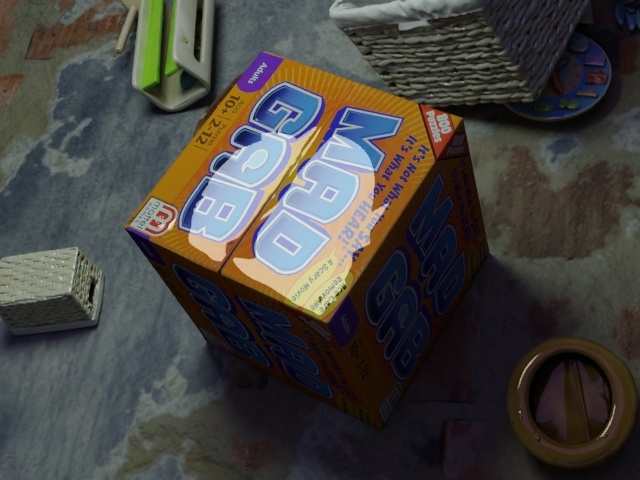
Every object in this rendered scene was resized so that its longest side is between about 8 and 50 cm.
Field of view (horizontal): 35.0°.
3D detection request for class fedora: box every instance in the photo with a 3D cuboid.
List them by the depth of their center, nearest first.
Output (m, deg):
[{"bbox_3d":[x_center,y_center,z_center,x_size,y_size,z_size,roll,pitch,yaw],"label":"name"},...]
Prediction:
[{"bbox_3d":[0.358,0.236,1.447,0.194,0.079,0.194,-6,62,13],"label":"fedora"}]

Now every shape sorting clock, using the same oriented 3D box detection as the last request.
[{"bbox_3d":[0.404,-0.294,1.778,0.206,0.040,0.206,-4,58,6],"label":"shape sorting clock"}]

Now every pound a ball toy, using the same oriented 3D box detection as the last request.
[{"bbox_3d":[-0.308,-0.406,2.056,0.208,0.136,0.319,-25,50,31],"label":"pound a ball toy"}]

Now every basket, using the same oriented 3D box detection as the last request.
[{"bbox_3d":[0.256,-0.423,1.743,0.328,0.266,0.331,5,55,46],"label":"basket"},{"bbox_3d":[-0.479,0.088,1.776,0.167,0.103,0.113,-9,55,12],"label":"basket"}]

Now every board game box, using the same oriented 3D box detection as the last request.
[{"bbox_3d":[0.000,0.000,1.536,0.356,0.356,0.356,23,67,28],"label":"board game box"}]

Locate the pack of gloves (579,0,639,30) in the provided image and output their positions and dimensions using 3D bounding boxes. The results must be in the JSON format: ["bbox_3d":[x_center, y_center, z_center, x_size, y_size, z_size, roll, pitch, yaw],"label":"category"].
[{"bbox_3d":[0.529,-0.472,1.898,0.195,0.046,0.232,9,59,5],"label":"pack of gloves"}]

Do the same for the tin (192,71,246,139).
[{"bbox_3d":[-0.164,-0.231,1.894,0.040,0.106,0.189,31,71,23],"label":"tin"}]

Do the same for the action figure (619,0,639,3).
[{"bbox_3d":[0.553,-0.529,1.852,0.285,0.099,0.185,26,55,-1],"label":"action figure"}]

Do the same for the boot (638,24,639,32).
[{"bbox_3d":[0.691,-0.450,1.790,0.236,0.089,0.269,19,79,-12],"label":"boot"}]
